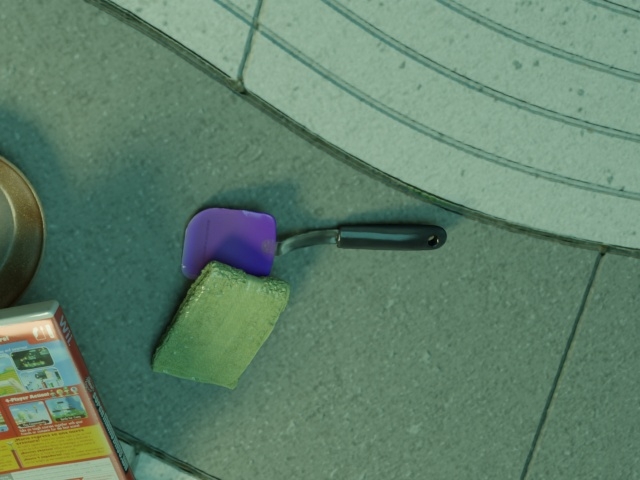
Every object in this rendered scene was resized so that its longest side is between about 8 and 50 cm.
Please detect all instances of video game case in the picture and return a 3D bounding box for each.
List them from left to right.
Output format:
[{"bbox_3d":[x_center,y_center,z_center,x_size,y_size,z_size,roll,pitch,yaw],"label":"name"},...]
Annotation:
[{"bbox_3d":[-0.299,0.196,1.558,0.204,0.025,0.285,-10,119,15],"label":"video game case"}]

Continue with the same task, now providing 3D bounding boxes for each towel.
[{"bbox_3d":[-0.105,0.090,1.673,0.110,0.027,0.148,17,117,-29],"label":"towel"}]

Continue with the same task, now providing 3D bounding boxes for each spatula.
[{"bbox_3d":[0.000,0.000,1.694,0.296,0.030,0.084,-3,117,-23],"label":"spatula"}]

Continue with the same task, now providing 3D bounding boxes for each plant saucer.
[{"bbox_3d":[-0.363,-0.004,1.530,0.198,0.036,0.199,-8,112,-20],"label":"plant saucer"}]
